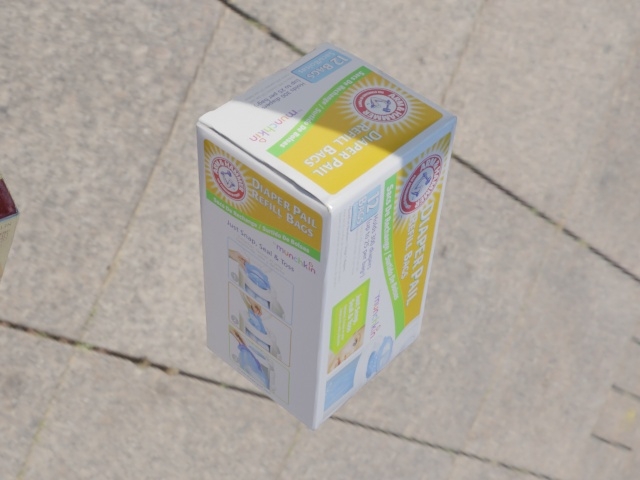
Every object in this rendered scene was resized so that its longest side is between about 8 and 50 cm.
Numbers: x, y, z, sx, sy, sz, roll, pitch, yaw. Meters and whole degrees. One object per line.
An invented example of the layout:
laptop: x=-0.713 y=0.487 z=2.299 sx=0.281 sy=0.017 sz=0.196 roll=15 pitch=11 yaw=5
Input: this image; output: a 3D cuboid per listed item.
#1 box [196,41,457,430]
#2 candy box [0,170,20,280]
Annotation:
box: x=0.000 y=0.000 z=0.670 sx=0.114 sy=0.103 sz=0.203 roll=-38 pitch=149 yaw=-32
candy box: x=-0.350 y=0.026 z=0.851 sx=0.182 sy=0.316 sz=0.088 roll=-22 pitch=80 yaw=-26
